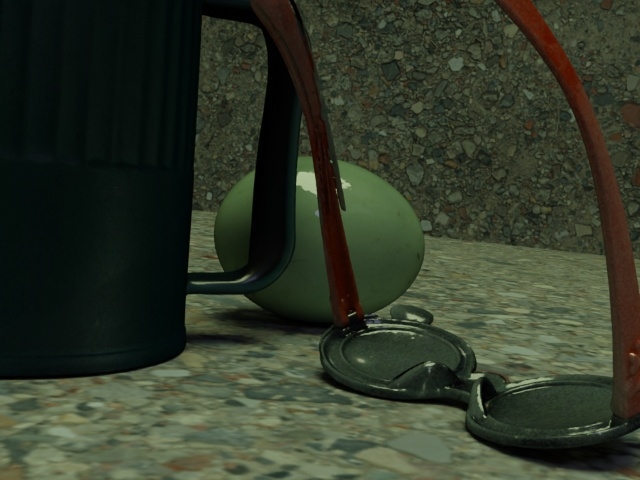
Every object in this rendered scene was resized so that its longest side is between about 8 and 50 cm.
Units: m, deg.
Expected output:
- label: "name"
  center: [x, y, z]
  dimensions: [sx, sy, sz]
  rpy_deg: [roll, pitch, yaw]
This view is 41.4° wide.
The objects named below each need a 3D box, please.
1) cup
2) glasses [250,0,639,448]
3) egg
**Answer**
- label: "cup"
  center: [-0.173, -0.074, 0.580]
  dimensions: [0.307, 0.292, 0.242]
  rpy_deg: [5, 4, 6]
- label: "glasses"
  center: [0.078, -0.024, 0.484]
  dimensions: [0.118, 0.268, 0.234]
  rpy_deg: [-20, 20, -34]
- label: "egg"
  center: [0.000, 0.000, 0.765]
  dimensions: [0.192, 0.149, 0.149]
  rpy_deg: [11, 3, -14]
